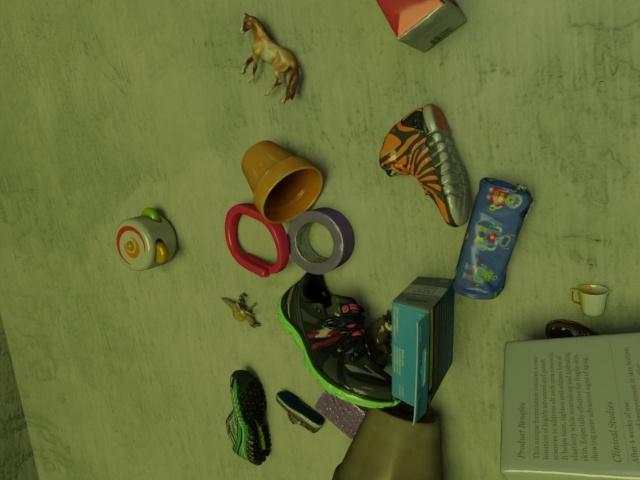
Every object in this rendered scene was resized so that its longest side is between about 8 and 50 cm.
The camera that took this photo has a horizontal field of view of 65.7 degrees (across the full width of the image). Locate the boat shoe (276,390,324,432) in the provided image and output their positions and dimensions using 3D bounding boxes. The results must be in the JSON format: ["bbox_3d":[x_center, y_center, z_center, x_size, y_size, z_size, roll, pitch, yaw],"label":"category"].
[{"bbox_3d":[-0.079,0.574,1.642,0.183,0.066,0.066,33,116,19],"label":"boat shoe"}]

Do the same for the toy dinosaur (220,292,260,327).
[{"bbox_3d":[-0.277,0.229,1.681,0.183,0.053,0.092,35,117,18],"label":"toy dinosaur"}]

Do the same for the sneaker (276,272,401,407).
[{"bbox_3d":[0.049,0.266,1.383,0.483,0.185,0.202,44,114,34],"label":"sneaker"}]

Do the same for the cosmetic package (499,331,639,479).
[{"bbox_3d":[0.612,0.418,1.021,0.394,0.329,0.327,-11,123,31],"label":"cosmetic package"}]

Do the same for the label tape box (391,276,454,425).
[{"bbox_3d":[0.242,0.253,1.231,0.115,0.348,0.249,5,103,28],"label":"label tape box"}]

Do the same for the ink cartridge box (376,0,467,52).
[{"bbox_3d":[0.174,-0.610,1.120,0.130,0.272,0.309,-31,85,30],"label":"ink cartridge box"}]

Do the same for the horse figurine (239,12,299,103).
[{"bbox_3d":[-0.144,-0.514,1.437,0.263,0.066,0.174,41,123,18],"label":"horse figurine"}]

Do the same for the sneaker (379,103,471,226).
[{"bbox_3d":[0.261,-0.168,1.260,0.180,0.125,0.321,-23,71,37],"label":"sneaker"}]

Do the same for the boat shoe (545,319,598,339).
[{"bbox_3d":[0.639,0.254,1.175,0.207,0.073,0.073,22,112,24],"label":"boat shoe"}]

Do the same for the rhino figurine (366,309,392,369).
[{"bbox_3d":[0.174,0.292,1.437,0.106,0.073,0.243,38,114,18],"label":"rhino figurine"}]

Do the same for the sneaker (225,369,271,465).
[{"bbox_3d":[-0.278,0.613,1.720,0.146,0.134,0.343,2,102,29],"label":"sneaker"}]

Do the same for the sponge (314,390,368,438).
[{"bbox_3d":[0.089,0.551,1.565,0.210,0.031,0.117,36,115,18],"label":"sponge"}]

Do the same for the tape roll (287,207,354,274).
[{"bbox_3d":[0.000,0.000,1.463,0.189,0.080,0.189,7,105,27],"label":"tape roll"}]

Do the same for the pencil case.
[{"bbox_3d":[0.419,-0.001,1.211,0.133,0.119,0.306,15,108,12],"label":"pencil case"}]

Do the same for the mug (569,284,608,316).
[{"bbox_3d":[0.637,0.142,1.168,0.062,0.078,0.064,-10,107,-2],"label":"mug"}]

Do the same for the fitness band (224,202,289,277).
[{"bbox_3d":[-0.202,-0.004,1.552,0.291,0.054,0.209,22,118,42],"label":"fitness band"}]

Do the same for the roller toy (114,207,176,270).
[{"bbox_3d":[-0.628,0.010,1.769,0.191,0.146,0.209,-33,85,31],"label":"roller toy"}]

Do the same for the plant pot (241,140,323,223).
[{"bbox_3d":[-0.128,-0.186,1.437,0.188,0.205,0.205,50,120,28],"label":"plant pot"}]

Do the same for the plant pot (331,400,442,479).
[{"bbox_3d":[0.206,0.606,1.380,0.323,0.323,0.280,11,90,26],"label":"plant pot"}]
